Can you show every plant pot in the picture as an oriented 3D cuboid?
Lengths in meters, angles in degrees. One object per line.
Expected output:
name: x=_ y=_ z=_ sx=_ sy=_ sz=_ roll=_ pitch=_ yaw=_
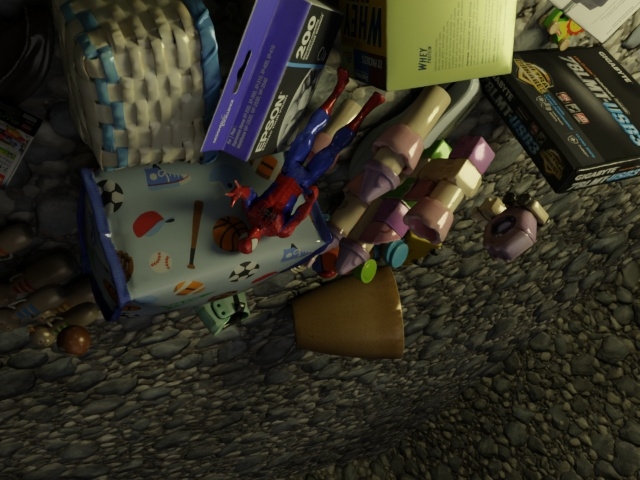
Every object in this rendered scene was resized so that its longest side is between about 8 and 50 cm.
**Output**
plant pot: x=0.059 y=0.191 z=1.579 sx=0.255 sy=0.237 sz=0.237 roll=-6 pitch=146 yaw=-4

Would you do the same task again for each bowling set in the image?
bowling set: x=-0.486 y=0.122 z=1.075 sx=0.154 sy=0.199 sz=0.287 roll=-26 pitch=145 yaw=4

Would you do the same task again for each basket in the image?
basket: x=-0.165 y=-0.225 z=0.783 sx=0.289 sy=0.201 sz=0.254 roll=-15 pitch=144 yaw=-24

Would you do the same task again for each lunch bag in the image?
lunch bag: x=-0.215 y=-0.005 z=1.031 sx=0.328 sy=0.238 sz=0.385 roll=-14 pitch=169 yaw=-23

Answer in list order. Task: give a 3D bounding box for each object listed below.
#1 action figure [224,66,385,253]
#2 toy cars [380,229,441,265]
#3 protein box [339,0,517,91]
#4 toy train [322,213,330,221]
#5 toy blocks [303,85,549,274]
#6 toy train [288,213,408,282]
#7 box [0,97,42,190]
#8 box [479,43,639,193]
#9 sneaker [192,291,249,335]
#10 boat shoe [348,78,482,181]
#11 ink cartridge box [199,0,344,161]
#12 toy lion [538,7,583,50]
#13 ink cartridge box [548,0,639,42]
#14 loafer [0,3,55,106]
action figure: x=-0.026 y=-0.100 z=0.816 sx=0.280 sy=0.092 sz=0.139 roll=-55 pitch=179 yaw=-1
toy cars: x=0.172 y=-0.047 z=1.399 sx=0.177 sy=0.087 sz=0.393 roll=2 pitch=157 yaw=26
protein box: x=0.143 y=-0.323 z=0.856 sx=0.201 sy=0.136 sz=0.199 roll=-14 pitch=118 yaw=-20
toy train: x=0.000 y=0.000 z=1.336 sx=0.105 sy=0.080 sz=0.184 roll=-52 pitch=141 yaw=6
toy blocks: x=0.118 y=-0.037 z=0.983 sx=0.309 sy=0.289 sz=0.260 roll=42 pitch=75 yaw=-26
toy train: x=0.043 y=0.043 z=1.217 sx=0.248 sy=0.143 sz=0.105 roll=-30 pitch=129 yaw=-35
box: x=-0.453 y=-0.150 z=0.747 sx=0.207 sy=0.036 sz=0.114 roll=29 pitch=130 yaw=-24
box: x=0.478 y=-0.234 z=1.153 sx=0.294 sy=0.295 sz=0.073 roll=-12 pitch=148 yaw=-21
sneaker: x=-0.262 y=0.119 z=1.270 sx=0.256 sy=0.151 sz=0.094 roll=-4 pitch=144 yaw=-30
boat shoe: x=0.183 y=-0.195 z=1.178 sx=0.302 sy=0.109 sz=0.094 roll=-41 pitch=151 yaw=20
ink cartridge box: x=-0.052 y=-0.201 z=0.785 sx=0.206 sy=0.045 sz=0.208 roll=-65 pitch=168 yaw=21
toy lion: x=0.454 y=-0.402 z=1.145 sx=0.096 sy=0.034 sz=0.100 roll=-46 pitch=144 yaw=17
ink cartridge box: x=0.347 y=-0.410 z=0.912 sx=0.237 sy=0.171 sz=0.100 roll=9 pitch=134 yaw=-44
loafer: x=-0.397 y=-0.200 z=0.762 sx=0.220 sy=0.080 sz=0.078 roll=-41 pitch=145 yaw=25
